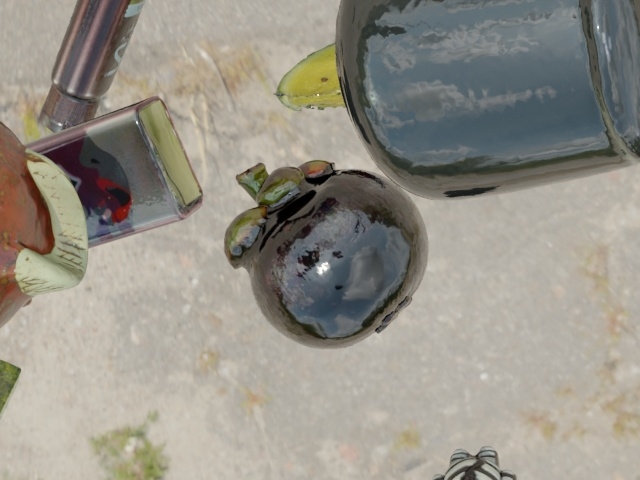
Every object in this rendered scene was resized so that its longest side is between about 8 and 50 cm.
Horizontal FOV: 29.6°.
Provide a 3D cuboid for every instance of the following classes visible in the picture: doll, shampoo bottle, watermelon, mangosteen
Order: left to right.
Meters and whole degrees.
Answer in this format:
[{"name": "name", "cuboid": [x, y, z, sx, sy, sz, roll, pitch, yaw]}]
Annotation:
[{"name": "shampoo bottle", "cuboid": [-0.290, -0.288, 1.615, 0.084, 0.129, 0.323, 27, 116, -2]}, {"name": "mangosteen", "cuboid": [0.000, 0.000, 1.694, 0.302, 0.275, 0.275, 43, 104, 10]}, {"name": "watermelon", "cuboid": [0.078, -0.262, 1.908, 0.301, 0.129, 0.123, -9, 105, 10]}, {"name": "doll", "cuboid": [0.153, 0.277, 1.208, 0.091, 0.219, 0.067, -6, 110, 10]}]

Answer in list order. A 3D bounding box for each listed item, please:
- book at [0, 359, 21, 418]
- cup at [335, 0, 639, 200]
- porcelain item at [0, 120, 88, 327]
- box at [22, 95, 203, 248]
[{"name": "book", "cuboid": [-0.396, 0.186, 1.128, 0.160, 0.228, 0.024, 21, 140, -3]}, {"name": "cup", "cuboid": [0.113, -0.136, 0.686, 0.169, 0.176, 0.223, 20, 72, -53]}, {"name": "porcelain item", "cuboid": [-0.313, 0.006, 0.998, 0.253, 0.253, 0.253, -6, 119, -12]}, {"name": "box", "cuboid": [-0.233, -0.051, 1.169, 0.224, 0.069, 0.120, -17, 103, 26]}]
